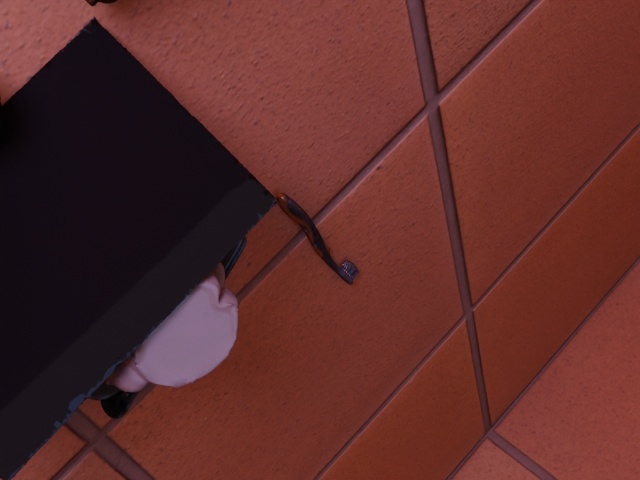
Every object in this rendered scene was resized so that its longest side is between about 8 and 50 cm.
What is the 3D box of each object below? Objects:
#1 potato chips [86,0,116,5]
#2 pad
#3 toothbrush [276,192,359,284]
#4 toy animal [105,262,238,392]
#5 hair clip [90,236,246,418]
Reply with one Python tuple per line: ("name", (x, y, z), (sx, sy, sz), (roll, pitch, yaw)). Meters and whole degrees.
("potato chips", (-0.125, -0.278, 0.871), (0.201, 0.049, 0.150), (-34, -174, 14))
("pad", (-0.245, 0.009, 0.931), (0.367, 0.007, 0.247), (-48, 108, -11))
("toothbrush", (-0.002, 0.002, 1.428), (0.031, 0.023, 0.321), (-58, 153, -7))
("toy animal", (-0.181, 0.078, 1.073), (0.127, 0.193, 0.178), (41, 78, -35))
("hair clip", (-0.184, 0.098, 1.255), (0.275, 0.048, 0.083), (-50, 150, -16))
